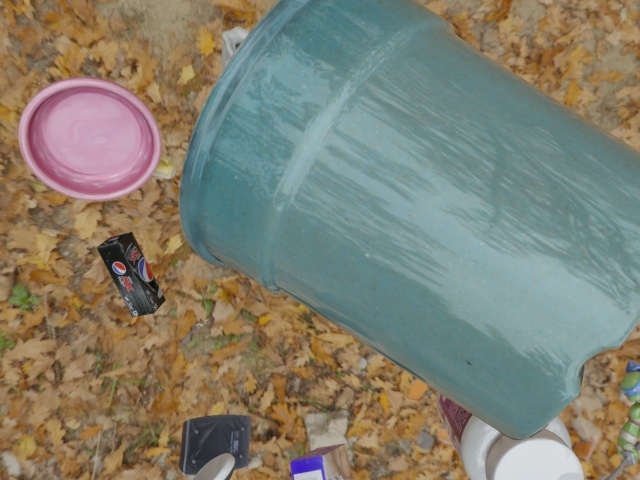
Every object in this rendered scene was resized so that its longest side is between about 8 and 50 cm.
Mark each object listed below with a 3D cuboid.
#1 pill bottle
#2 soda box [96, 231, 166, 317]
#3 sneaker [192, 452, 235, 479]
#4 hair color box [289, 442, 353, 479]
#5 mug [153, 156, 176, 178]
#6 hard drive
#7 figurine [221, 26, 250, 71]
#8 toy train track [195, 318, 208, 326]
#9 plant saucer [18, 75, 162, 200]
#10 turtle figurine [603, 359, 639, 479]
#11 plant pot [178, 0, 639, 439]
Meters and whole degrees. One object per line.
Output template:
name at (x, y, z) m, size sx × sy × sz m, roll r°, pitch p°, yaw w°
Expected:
pill bottle at (0.299, 0.315, 0.875) m, size 0.170 × 0.301 × 0.169 m, roll 0°, pitch 95°, yaw 1°
soda box at (-0.382, 0.070, 1.085) m, size 0.060 × 0.053 × 0.168 m, roll -12°, pitch 113°, yaw 18°
sneaker at (-0.227, 0.585, 1.109) m, size 0.147 × 0.104 × 0.295 m, roll 34°, pitch 94°, yaw -10°
hair color box at (0.016, 0.733, 1.619) m, size 0.110 × 0.339 × 0.185 m, roll -14°, pitch 73°, yaw 8°
mug at (-0.446, -0.204, 1.506) m, size 0.064 × 0.078 × 0.062 m, roll 22°, pitch 93°, yaw -3°
hard drive at (-0.323, 0.625, 1.644) m, size 0.255 × 0.054 × 0.171 m, roll 19°, pitch 68°, yaw -49°
figurine at (-0.140, -0.391, 1.187) m, size 0.215 × 0.209 × 0.092 m, roll -33°, pitch 86°, yaw -23°
toy train track at (-0.398, 0.284, 1.806) m, size 0.048 × 0.083 × 0.014 m, roll -25°, pitch 92°, yaw -9°
plant saucer at (-0.580, -0.261, 1.366) m, size 0.333 × 0.084 × 0.331 m, roll -10°, pitch 128°, yaw -14°
turtle figurine at (0.621, 0.358, 0.899) m, size 0.267 × 0.274 × 0.197 m, roll 27°, pitch 119°, yaw -7°
plant pot at (0.110, -0.023, 0.500) m, size 0.334 × 0.341 × 0.341 m, roll 36°, pitch 83°, yaw 20°
